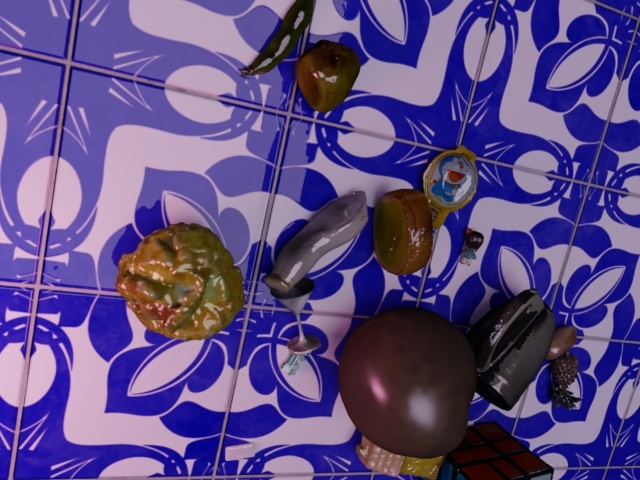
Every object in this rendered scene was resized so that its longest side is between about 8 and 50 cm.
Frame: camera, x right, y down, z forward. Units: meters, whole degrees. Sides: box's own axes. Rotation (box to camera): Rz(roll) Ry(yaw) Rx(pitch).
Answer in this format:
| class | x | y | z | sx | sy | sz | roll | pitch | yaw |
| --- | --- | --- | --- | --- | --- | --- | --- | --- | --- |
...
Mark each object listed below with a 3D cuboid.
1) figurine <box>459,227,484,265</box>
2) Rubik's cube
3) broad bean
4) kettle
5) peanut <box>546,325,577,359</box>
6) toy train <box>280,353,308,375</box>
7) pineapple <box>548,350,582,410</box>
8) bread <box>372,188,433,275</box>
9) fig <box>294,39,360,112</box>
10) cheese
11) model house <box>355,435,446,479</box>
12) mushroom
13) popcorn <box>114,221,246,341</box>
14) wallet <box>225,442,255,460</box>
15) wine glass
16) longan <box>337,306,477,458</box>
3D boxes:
| class | x | y | z | sx | sy | sz | roll | pitch | yaw |
| --- | --- | --- | --- | --- | --- | --- | --- | --- | --- |
| figurine | 0.433 | 0.019 | 1.698 | 0.060 | 0.047 | 0.105 | 21 | 106 | 11 |
| Rubik's cube | 0.490 | 0.760 | 1.788 | 0.294 | 0.283 | 0.288 | 1 | 105 | -21 |
| broad bean | -0.085 | -0.469 | 1.361 | 0.065 | 0.046 | 0.254 | 38 | 90 | -12 |
| kettle | 0.544 | 0.279 | 1.697 | 0.324 | 0.228 | 0.321 | -48 | 142 | -13 |
| peanut | 0.768 | 0.329 | 1.896 | 0.152 | 0.076 | 0.076 | -31 | 113 | -8 |
| toy train | -0.069 | 0.323 | 1.594 | 0.045 | 0.029 | 0.092 | 32 | 87 | -10 |
| pineapple | 0.814 | 0.458 | 1.941 | 0.103 | 0.083 | 0.221 | -10 | 110 | -18 |
| bread | 0.205 | -0.022 | 1.495 | 0.070 | 0.236 | 0.236 | -5 | 106 | -20 |
| fig | 0.012 | -0.384 | 1.379 | 0.154 | 0.144 | 0.165 | -21 | 126 | -54 |
| cheese | 0.340 | -0.130 | 1.604 | 0.177 | 0.069 | 0.270 | 29 | 92 | -25 |
| model house | 0.231 | 0.572 | 1.695 | 0.234 | 0.175 | 0.193 | 11 | 100 | -27 |
| mushroom | -0.002 | -0.001 | 1.490 | 0.351 | 0.109 | 0.097 | -40 | 154 | -10 |
| popcorn | -0.303 | 0.100 | 1.317 | 0.247 | 0.282 | 0.282 | -42 | 115 | -20 |
| wallet | -0.220 | 0.581 | 1.613 | 0.083 | 0.011 | 0.044 | -1 | 105 | -21 |
| wine glass | -0.058 | 0.199 | 1.518 | 0.122 | 0.122 | 0.182 | -16 | 111 | -17 |
| longan | 0.231 | 0.354 | 1.522 | 0.405 | 0.404 | 0.336 | 12 | 130 | -24 |
